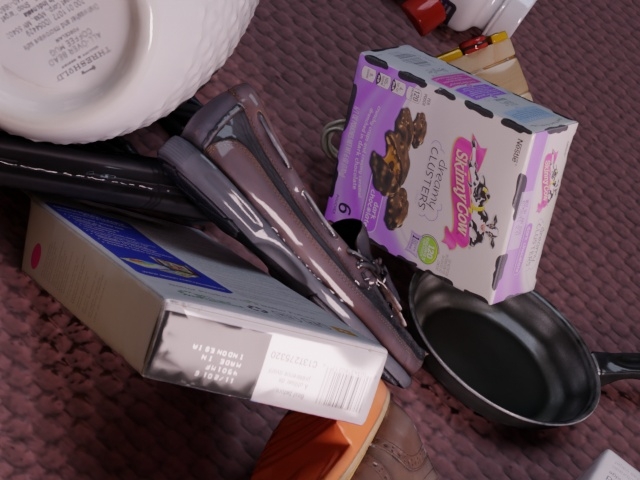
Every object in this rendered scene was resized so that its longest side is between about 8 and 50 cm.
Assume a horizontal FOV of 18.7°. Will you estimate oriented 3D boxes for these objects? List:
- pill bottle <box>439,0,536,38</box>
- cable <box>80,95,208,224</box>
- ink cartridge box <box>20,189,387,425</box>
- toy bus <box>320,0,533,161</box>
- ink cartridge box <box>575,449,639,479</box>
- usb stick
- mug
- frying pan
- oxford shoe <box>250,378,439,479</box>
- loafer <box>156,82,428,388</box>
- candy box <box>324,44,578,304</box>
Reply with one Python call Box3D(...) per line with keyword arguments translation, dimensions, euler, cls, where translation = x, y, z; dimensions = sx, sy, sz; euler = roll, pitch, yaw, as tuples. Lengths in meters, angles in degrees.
Box3D(translation=(0.144, -0.298, 2.134), dimensions=(0.193, 0.108, 0.108), euler=(36, 34, 2), cls="pill bottle")
Box3D(translation=(-0.142, -0.086, 1.679), dimensions=(0.150, 0.047, 0.184), euler=(-4, 49, -44), cls="cable")
Box3D(translation=(-0.109, 0.039, 1.458), dimensions=(0.175, 0.069, 0.371), euler=(15, 9, -27), cls="ink cartridge box")
Box3D(translation=(0.104, -0.127, 1.890), dimensions=(0.202, 0.191, 0.104), euler=(25, -8, -15), cls="toy bus")
Box3D(translation=(0.229, 0.286, 1.499), dimensions=(0.160, 0.092, 0.219), euler=(38, 33, 5), cls="ink cartridge box")
Box3D(translation=(-0.196, -0.054, 1.536), dimensions=(0.278, 0.045, 0.077), euler=(10, 7, -32), cls="usb stick")
Box3D(translation=(-0.230, -0.203, 1.520), dimensions=(0.328, 0.374, 0.276), euler=(-79, 152, -68), cls="mug")
Box3D(translation=(0.202, 0.090, 1.757), dimensions=(0.326, 0.053, 0.197), euler=(-5, 50, -46), cls="frying pan")
Box3D(translation=(0.003, 0.235, 1.346), dimensions=(0.133, 0.130, 0.364), euler=(46, 40, -13), cls="oxford shoe")
Box3D(translation=(0.000, 0.000, 1.554), dimensions=(0.302, 0.095, 0.109), euler=(45, -10, -28), cls="loafer")
Box3D(translation=(0.111, -0.060, 1.706), dimensions=(0.196, 0.165, 0.070), euler=(28, 27, 33), cls="candy box")
